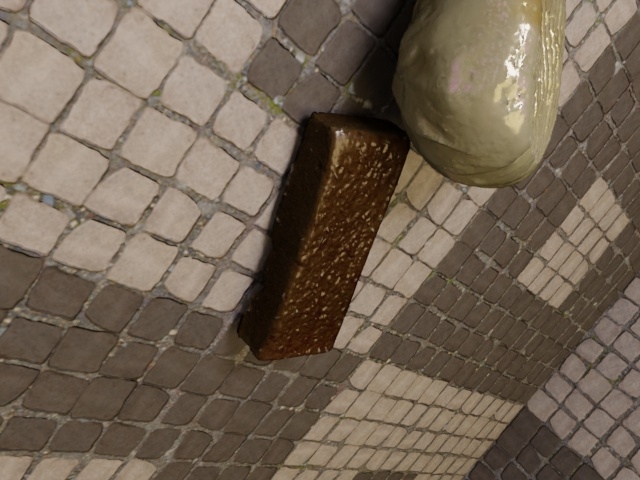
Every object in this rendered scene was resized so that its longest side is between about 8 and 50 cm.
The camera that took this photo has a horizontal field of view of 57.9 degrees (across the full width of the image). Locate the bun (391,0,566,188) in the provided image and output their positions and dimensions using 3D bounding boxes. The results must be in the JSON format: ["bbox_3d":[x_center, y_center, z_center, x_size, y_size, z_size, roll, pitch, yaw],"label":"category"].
[{"bbox_3d":[0.226,-0.251,0.832,0.365,0.219,0.366,-27,121,-59],"label":"bun"}]

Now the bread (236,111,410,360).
[{"bbox_3d":[0.000,0.000,0.937,0.165,0.113,0.417,0,120,-39],"label":"bread"}]
